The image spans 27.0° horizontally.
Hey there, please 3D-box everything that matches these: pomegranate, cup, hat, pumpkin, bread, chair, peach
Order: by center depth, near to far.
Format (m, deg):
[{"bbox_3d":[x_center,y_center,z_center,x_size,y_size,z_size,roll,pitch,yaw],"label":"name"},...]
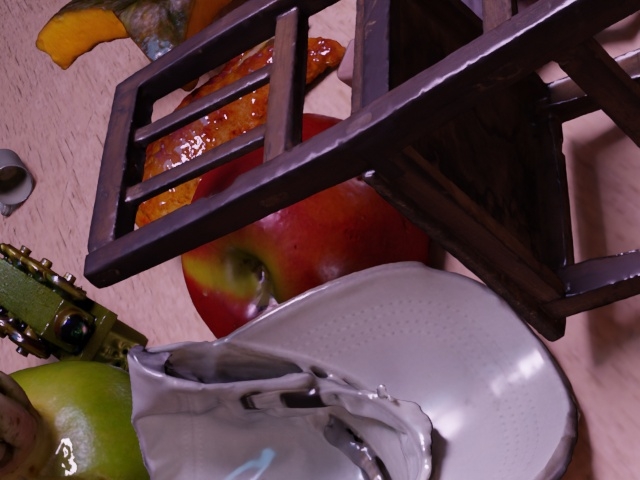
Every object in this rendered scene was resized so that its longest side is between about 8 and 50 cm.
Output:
[{"bbox_3d":[0.085,-0.063,0.844,0.416,0.240,0.203,-27,44,33],"label":"chair"},{"bbox_3d":[0.026,0.155,0.898,0.301,0.168,0.258,-30,61,1],"label":"hat"},{"bbox_3d":[-0.225,0.186,1.053,0.236,0.302,0.236,-13,51,17],"label":"pomegranate"},{"bbox_3d":[0.000,0.000,1.054,0.196,0.226,0.190,18,114,24],"label":"peach"},{"bbox_3d":[-0.095,-0.116,1.312,0.269,0.095,0.139,-54,39,0],"label":"bread"},{"bbox_3d":[-0.149,-0.256,1.433,0.258,0.095,0.290,-36,28,-29],"label":"pumpkin"},{"bbox_3d":[-0.409,-0.078,1.763,0.054,0.075,0.083,-23,28,-11],"label":"cup"}]

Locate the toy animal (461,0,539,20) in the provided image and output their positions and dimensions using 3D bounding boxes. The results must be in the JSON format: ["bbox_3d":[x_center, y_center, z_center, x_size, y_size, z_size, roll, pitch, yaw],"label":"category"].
[{"bbox_3d":[0.152,-0.206,1.019,0.298,0.122,0.185,-49,36,-4],"label":"toy animal"}]

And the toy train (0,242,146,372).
[{"bbox_3d":[-0.267,0.078,1.349,0.225,0.137,0.090,23,79,54],"label":"toy train"}]

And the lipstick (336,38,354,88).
[{"bbox_3d":[0.077,-0.152,1.148,0.145,0.045,0.045,4,68,55],"label":"lipstick"}]
